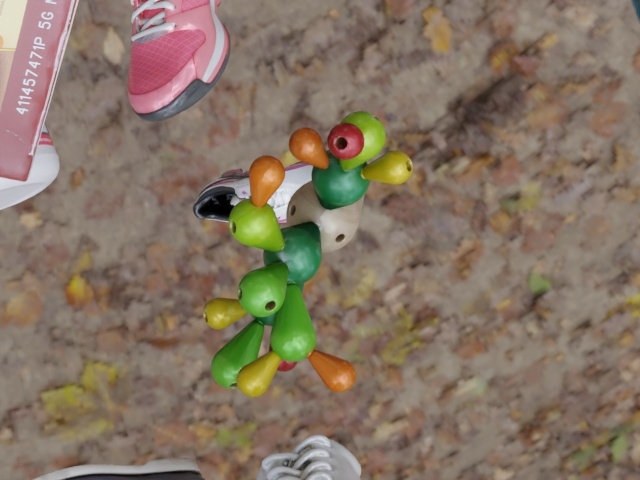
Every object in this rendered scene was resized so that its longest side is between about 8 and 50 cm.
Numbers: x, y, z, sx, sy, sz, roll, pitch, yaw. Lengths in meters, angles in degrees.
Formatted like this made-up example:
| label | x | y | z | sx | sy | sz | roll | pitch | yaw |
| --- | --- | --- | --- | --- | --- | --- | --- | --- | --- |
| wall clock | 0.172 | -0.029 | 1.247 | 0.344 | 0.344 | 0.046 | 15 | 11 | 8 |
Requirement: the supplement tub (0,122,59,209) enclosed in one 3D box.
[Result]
| label | x | y | z | sx | sy | sz | roll | pitch | yaw |
| --- | --- | --- | --- | --- | --- | --- | --- | --- | --- |
| supplement tub | -0.402 | -0.160 | 1.303 | 0.191 | 0.272 | 0.191 | -21 | 178 | -1 |

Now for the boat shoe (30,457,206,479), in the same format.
| label | x | y | z | sx | sy | sz | roll | pitch | yaw |
| --- | --- | --- | --- | --- | --- | --- | --- | --- | --- |
| boat shoe | -0.152 | 0.199 | 0.868 | 0.206 | 0.065 | 0.075 | 0 | 139 | -48 |

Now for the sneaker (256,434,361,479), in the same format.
| label | x | y | z | sx | sy | sz | roll | pitch | yaw |
| --- | --- | --- | --- | --- | --- | --- | --- | --- | --- |
| sneaker | -0.009 | 0.171 | 0.777 | 0.094 | 0.091 | 0.258 | -18 | 173 | -7 |

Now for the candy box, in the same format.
| label | x | y | z | sx | sy | sz | roll | pitch | yaw |
| --- | --- | --- | --- | --- | --- | --- | --- | --- | --- |
| candy box | -0.235 | -0.193 | 0.861 | 0.087 | 0.316 | 0.183 | 11 | 114 | -24 |

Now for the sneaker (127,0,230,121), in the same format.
| label | x | y | z | sx | sy | sz | roll | pitch | yaw |
| --- | --- | --- | --- | --- | --- | --- | --- | --- | --- |
| sneaker | -0.167 | -0.272 | 1.331 | 0.115 | 0.314 | 0.136 | -10 | 147 | 34 |

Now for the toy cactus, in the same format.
| label | x | y | z | sx | sy | sz | roll | pitch | yaw |
| --- | --- | --- | --- | --- | --- | --- | --- | --- | --- |
| toy cactus | 0.000 | 0.000 | 0.808 | 0.112 | 0.180 | 0.219 | 21 | 118 | 8 |

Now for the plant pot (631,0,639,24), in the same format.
| label | x | y | z | sx | sy | sz | roll | pitch | yaw |
| --- | --- | --- | --- | --- | --- | --- | --- | --- | --- |
| plant pot | 0.417 | -0.372 | 1.292 | 0.195 | 0.290 | 0.290 | -9 | 135 | 7 |

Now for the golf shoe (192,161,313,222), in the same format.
| label | x | y | z | sx | sy | sz | roll | pitch | yaw |
| --- | --- | --- | --- | --- | --- | --- | --- | --- | --- |
| golf shoe | -0.060 | -0.045 | 1.440 | 0.186 | 0.086 | 0.068 | -6 | 111 | 32 |
